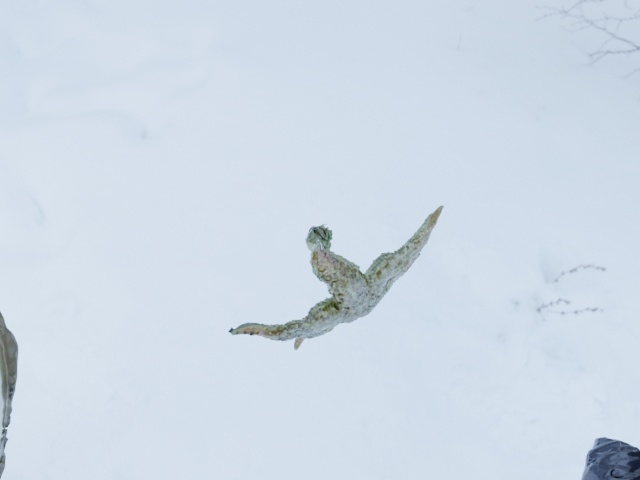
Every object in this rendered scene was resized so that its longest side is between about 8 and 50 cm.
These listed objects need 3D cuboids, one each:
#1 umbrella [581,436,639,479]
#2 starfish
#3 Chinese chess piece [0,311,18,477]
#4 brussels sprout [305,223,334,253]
[{"bbox_3d":[0.229,0.286,0.433,0.070,0.071,0.248,21,65,14],"label":"umbrella"},{"bbox_3d":[0.053,0.068,0.817,0.358,0.347,0.078,-39,64,10],"label":"starfish"},{"bbox_3d":[-0.361,0.109,0.309,0.338,0.140,0.338,-1,81,7],"label":"Chinese chess piece"},{"bbox_3d":[0.000,0.000,1.125,0.058,0.085,0.085,-17,54,-27],"label":"brussels sprout"}]
